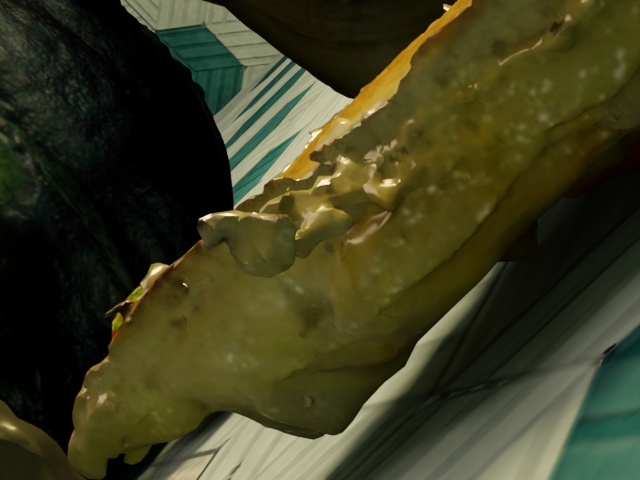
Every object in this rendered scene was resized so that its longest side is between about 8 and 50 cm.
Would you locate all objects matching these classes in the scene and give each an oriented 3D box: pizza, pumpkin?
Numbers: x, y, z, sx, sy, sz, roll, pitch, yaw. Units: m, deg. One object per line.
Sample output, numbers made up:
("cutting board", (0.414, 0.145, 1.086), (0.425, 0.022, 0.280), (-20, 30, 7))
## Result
("pizza", (0.051, -0.031, 0.498), (0.287, 0.075, 0.280), (-42, 2, 0))
("pumpkin", (-0.206, 0.018, 0.887), (0.363, 0.266, 0.363), (-46, 2, 2))

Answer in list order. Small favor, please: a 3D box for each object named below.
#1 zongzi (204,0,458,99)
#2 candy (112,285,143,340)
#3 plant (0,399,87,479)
("zongzi", (-0.070, -0.161, 0.801), (0.393, 0.174, 0.356), (-12, 38, 3))
("candy", (0.000, 0.000, 0.745), (0.194, 0.062, 0.058), (-37, -39, -9))
("plant", (-0.202, 0.109, 0.552), (0.213, 0.215, 0.312), (-54, 13, -26))
